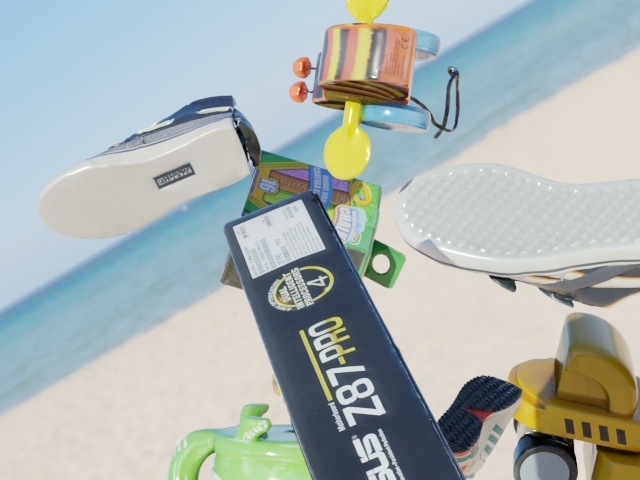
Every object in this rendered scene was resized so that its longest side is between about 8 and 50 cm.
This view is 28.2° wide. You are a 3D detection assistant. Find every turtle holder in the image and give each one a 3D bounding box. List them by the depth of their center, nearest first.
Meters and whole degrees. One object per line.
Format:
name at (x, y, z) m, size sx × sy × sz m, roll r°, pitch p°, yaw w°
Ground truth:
turtle holder at (-0.069, 0.375, 1.954) m, size 0.320 × 0.227 × 0.243 m, roll 1°, pitch 0°, yaw -27°

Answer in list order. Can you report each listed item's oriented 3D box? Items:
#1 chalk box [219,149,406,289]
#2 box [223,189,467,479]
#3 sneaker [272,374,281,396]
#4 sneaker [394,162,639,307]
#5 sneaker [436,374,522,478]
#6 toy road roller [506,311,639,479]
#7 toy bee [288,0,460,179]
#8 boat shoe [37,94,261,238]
chalk box at (0.000, 0.000, 2.168) m, size 0.179 × 0.289 × 0.180 m, roll -78°, pitch 7°, yaw -46°
box at (0.046, 0.188, 0.960) m, size 0.097 × 0.318 × 0.395 m, roll -23°, pitch 34°, yaw -3°
sneaker at (0.005, 0.161, 1.841) m, size 0.112 × 0.131 × 0.296 m, roll -60°, pitch 11°, yaw 24°
sneaker at (0.237, 0.003, 1.315) m, size 0.321 × 0.126 × 0.127 m, roll 4°, pitch -30°, yaw 8°
sneaker at (0.155, 0.200, 1.315) m, size 0.161 × 0.057 × 0.075 m, roll -35°, pitch -38°, yaw -52°
toy road roller at (0.433, 0.249, 1.857) m, size 0.329 × 0.241 × 0.202 m, roll 11°, pitch 23°, yaw 4°
toy bee at (0.037, -0.149, 1.262) m, size 0.162 × 0.195 × 0.298 m, roll 6°, pitch -23°, yaw 14°
boat shoe at (-0.254, -0.113, 1.913) m, size 0.340 × 0.127 × 0.158 m, roll -17°, pitch 27°, yaw 3°
